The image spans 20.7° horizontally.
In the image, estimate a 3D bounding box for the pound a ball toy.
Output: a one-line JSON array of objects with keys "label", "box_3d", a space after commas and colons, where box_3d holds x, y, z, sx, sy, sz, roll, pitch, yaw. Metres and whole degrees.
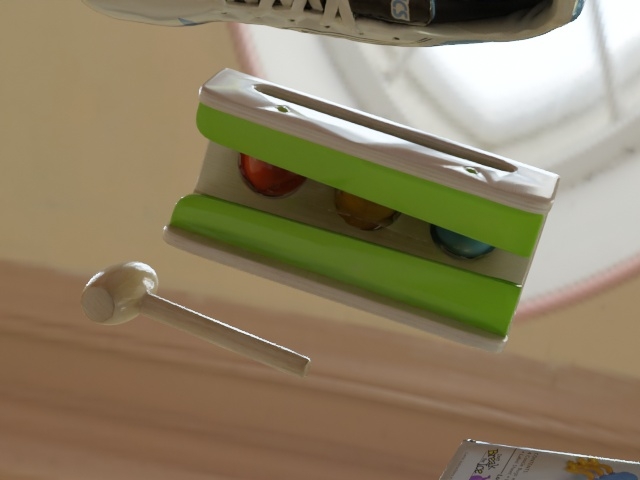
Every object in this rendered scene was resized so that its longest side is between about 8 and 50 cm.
[{"label": "pound a ball toy", "box_3d": [0.000, 0.000, 1.344, 0.319, 0.208, 0.136, 18, -162, 6]}]

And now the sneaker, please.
[{"label": "sneaker", "box_3d": [0.005, -0.127, 0.776, 0.237, 0.085, 0.086, -1, -158, -5]}]

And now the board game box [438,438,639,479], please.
[{"label": "board game box", "box_3d": [0.192, 0.225, 0.999, 0.275, 0.142, 0.144, 4, -144, 31]}]
